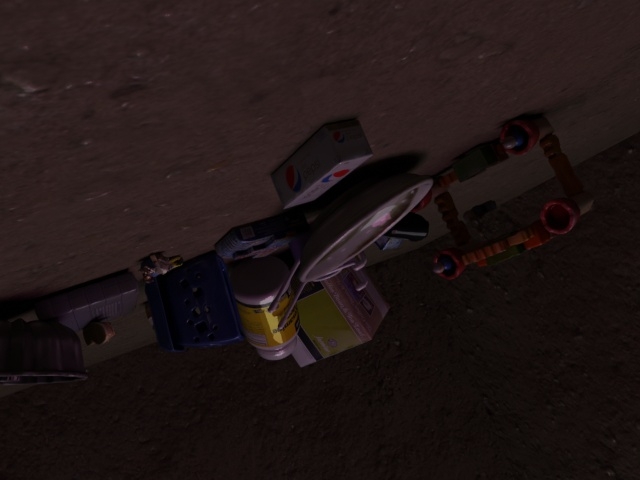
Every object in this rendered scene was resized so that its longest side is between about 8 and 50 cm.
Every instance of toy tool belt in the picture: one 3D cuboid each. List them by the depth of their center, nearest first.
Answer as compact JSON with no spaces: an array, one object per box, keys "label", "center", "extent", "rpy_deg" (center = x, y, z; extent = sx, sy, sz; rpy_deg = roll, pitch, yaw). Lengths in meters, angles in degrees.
[{"label":"toy tool belt","center":[-0.382,0.057,1.530],"extent":[0.083,0.052,0.051],"rpy_deg":[-30,138,29]}]

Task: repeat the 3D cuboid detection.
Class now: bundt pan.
[{"label":"bundt pan","center":[-0.666,0.239,1.458],"extent":[0.330,0.124,0.331],"rpy_deg":[-2,167,-1]}]

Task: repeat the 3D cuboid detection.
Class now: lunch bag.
[{"label":"lunch bag","center":[0.244,-0.051,2.333],"extent":[0.151,0.096,0.128],"rpy_deg":[-57,158,21]}]

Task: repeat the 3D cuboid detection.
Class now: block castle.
[{"label":"block castle","center":[0.436,-0.096,1.778],"extent":[0.212,0.303,0.453],"rpy_deg":[-23,175,-42]}]

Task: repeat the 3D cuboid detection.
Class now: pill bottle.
[{"label":"pill bottle","center":[-0.165,0.220,2.142],"extent":[0.187,0.188,0.334],"rpy_deg":[-20,135,-11]}]

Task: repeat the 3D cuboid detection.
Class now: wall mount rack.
[{"label":"wall mount rack","center":[-0.016,0.118,1.960],"extent":[0.304,0.131,0.350],"rpy_deg":[-23,159,-4]}]

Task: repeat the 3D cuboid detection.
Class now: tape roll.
[{"label":"tape roll","center":[0.000,0.000,2.047],"extent":[0.188,0.080,0.189],"rpy_deg":[-21,172,-3]}]

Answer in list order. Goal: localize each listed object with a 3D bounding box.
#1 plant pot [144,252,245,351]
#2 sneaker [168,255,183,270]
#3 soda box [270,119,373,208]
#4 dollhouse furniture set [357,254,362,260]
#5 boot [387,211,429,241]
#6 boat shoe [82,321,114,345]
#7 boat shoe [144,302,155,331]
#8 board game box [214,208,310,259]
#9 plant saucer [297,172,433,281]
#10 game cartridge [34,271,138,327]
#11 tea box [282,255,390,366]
[{"label":"plant pot","center":[-0.336,0.182,1.830],"extent":[0.212,0.236,0.236],"rpy_deg":[-15,172,-6]},{"label":"sneaker","center":[-0.365,0.061,1.623],"extent":[0.083,0.031,0.035],"rpy_deg":[-14,170,-44]},{"label":"soda box","center":[-0.003,-0.128,1.178],"extent":[0.073,0.069,0.216],"rpy_deg":[-18,172,-33]},{"label":"dollhouse furniture set","center":[0.062,0.039,2.696],"extent":[0.144,0.123,0.151],"rpy_deg":[-15,-155,-40]},{"label":"boot","center":[0.228,-0.051,1.988],"extent":[0.207,0.094,0.246],"rpy_deg":[4,176,-18]},{"label":"boat shoe","center":[-0.565,0.234,1.768],"extent":[0.059,0.063,0.170],"rpy_deg":[-19,-178,-36]},{"label":"boat shoe","center":[-0.494,0.244,2.278],"extent":[0.113,0.103,0.302],"rpy_deg":[-35,171,0]},{"label":"board game box","center":[-0.154,0.002,1.696],"extent":[0.194,0.060,0.194],"rpy_deg":[-18,171,-30]},{"label":"plant saucer","center":[0.087,-0.053,1.650],"extent":[0.400,0.101,0.400],"rpy_deg":[-36,170,-8]},{"label":"game cartridge","center":[-0.565,0.161,1.678],"extent":[0.230,0.068,0.355],"rpy_deg":[-23,173,-21]},{"label":"tea box","center":[0.001,0.202,2.332],"extent":[0.323,0.329,0.220],"rpy_deg":[-26,-168,33]}]
